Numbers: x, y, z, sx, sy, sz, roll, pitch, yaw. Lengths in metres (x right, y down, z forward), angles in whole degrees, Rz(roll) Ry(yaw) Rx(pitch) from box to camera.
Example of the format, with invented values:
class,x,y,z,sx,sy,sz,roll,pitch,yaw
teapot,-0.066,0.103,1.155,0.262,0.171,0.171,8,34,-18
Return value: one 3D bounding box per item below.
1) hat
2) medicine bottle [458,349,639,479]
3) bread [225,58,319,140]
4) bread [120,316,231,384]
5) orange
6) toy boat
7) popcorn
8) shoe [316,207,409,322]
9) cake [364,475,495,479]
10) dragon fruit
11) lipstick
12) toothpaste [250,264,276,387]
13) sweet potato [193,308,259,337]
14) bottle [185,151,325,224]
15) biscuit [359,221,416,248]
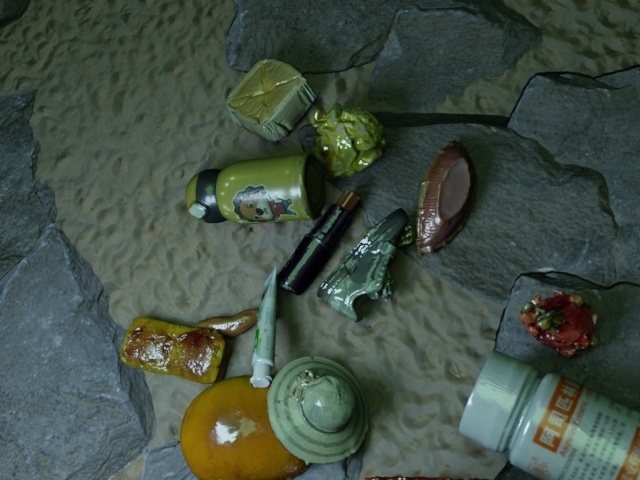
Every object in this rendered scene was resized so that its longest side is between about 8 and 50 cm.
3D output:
class,x,y,z,sx,sy,sz,roll,pitch,yaw
hat,0.017,0.351,1.585,0.251,0.110,0.252,13,55,-20
medicine bottle,0.485,0.385,1.474,0.371,0.211,0.211,24,75,20
bread,-0.134,-0.381,1.994,0.192,0.110,0.210,30,77,29
bread,-0.355,0.264,1.790,0.270,0.077,0.139,11,77,19
orange,-0.175,0.435,1.679,0.310,0.274,0.275,-20,60,39
toy boat,0.308,-0.111,1.790,0.140,0.099,0.318,22,74,-8
popcorn,0.066,-0.257,1.858,0.187,0.186,0.167,-6,51,21
shoe,0.136,0.070,1.741,0.149,0.109,0.293,44,93,15
cake,0.219,0.625,1.405,0.269,0.270,0.320,-3,68,13
dragon fruit,0.514,0.175,1.599,0.150,0.207,0.133,-42,38,42
lipstick,0.000,0.000,1.819,0.081,0.081,0.300,30,80,22
toothpaste,-0.126,0.199,1.717,0.058,0.056,0.315,-16,45,17
sweet potato,-0.215,0.207,1.803,0.202,0.058,0.055,-10,22,5
bottle,-0.177,-0.120,1.865,0.350,0.171,0.172,-6,67,19
biscuit,0.167,-0.008,1.818,0.147,0.018,0.071,-14,65,9
